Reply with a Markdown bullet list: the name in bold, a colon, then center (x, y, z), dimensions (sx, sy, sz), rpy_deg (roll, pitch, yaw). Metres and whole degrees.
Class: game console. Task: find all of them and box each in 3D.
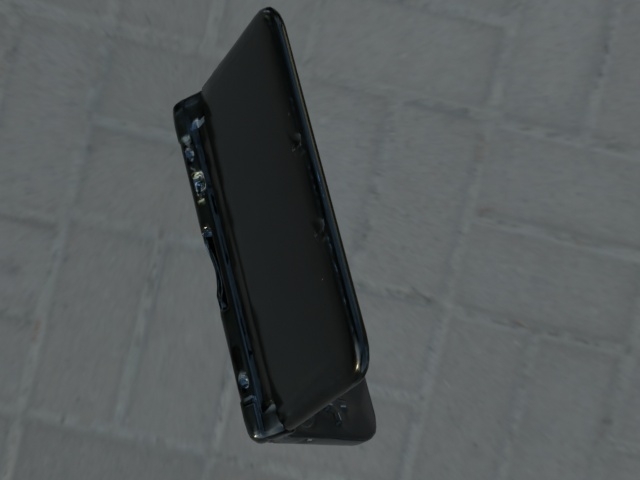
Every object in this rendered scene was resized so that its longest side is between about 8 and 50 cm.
- **game console**: center (0.000, 0.000, 0.536), dimensions (0.071, 0.107, 0.122), rpy_deg (-23, 71, 28)
